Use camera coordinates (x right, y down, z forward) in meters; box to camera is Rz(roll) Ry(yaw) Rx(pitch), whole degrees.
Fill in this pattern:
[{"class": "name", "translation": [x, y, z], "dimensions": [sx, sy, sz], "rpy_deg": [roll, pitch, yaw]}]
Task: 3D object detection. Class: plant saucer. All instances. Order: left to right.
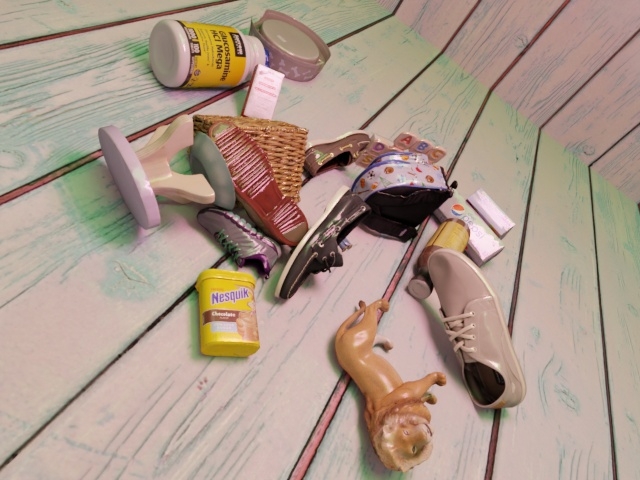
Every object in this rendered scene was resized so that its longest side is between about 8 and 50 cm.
[{"class": "plant saucer", "translation": [-0.264, -0.153, 1.104], "dimensions": [0.037, 0.195, 0.195], "rpy_deg": [-28, 70, -28]}]

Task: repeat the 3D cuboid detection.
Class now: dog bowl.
[{"class": "dog bowl", "translation": [-0.131, -0.773, 1.886], "dimensions": [0.349, 0.102, 0.349], "rpy_deg": [19, 43, -19]}]

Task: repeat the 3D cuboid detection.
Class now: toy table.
[{"class": "toy table", "translation": [-0.364, -0.161, 1.054], "dimensions": [0.161, 0.252, 0.274], "rpy_deg": [-22, 72, -29]}]

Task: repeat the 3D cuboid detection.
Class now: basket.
[{"class": "basket", "translation": [-0.211, -0.226, 1.322], "dimensions": [0.299, 0.223, 0.213], "rpy_deg": [-10, 26, -41]}]

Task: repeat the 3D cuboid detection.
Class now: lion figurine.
[{"class": "lion figurine", "translation": [0.130, 0.305, 1.063], "dimensions": [0.240, 0.142, 0.392], "rpy_deg": [-16, 48, -35]}]

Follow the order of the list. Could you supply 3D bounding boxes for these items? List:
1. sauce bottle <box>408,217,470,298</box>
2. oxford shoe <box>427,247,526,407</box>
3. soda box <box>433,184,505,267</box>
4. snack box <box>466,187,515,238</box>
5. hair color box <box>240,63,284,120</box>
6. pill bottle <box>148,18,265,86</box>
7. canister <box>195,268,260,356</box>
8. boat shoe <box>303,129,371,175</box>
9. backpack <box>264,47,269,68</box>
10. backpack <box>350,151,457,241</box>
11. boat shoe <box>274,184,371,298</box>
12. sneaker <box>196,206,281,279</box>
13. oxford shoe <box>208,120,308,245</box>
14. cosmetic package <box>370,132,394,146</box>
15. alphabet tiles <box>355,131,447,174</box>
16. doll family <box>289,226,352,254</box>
[{"class": "sauce bottle", "translation": [0.365, 0.053, 1.463], "dimensions": [0.111, 0.111, 0.344], "rpy_deg": [42, 47, 5]}, {"class": "oxford shoe", "translation": [0.392, 0.231, 1.235], "dimensions": [0.130, 0.169, 0.449], "rpy_deg": [-15, 80, -35]}, {"class": "soda box", "translation": [0.505, -0.050, 1.649], "dimensions": [0.098, 0.091, 0.286], "rpy_deg": [-34, 71, -6]}, {"class": "snack box", "translation": [0.594, -0.077, 1.693], "dimensions": [0.174, 0.070, 0.207], "rpy_deg": [52, 1, 16]}, {"class": "hair color box", "translation": [-0.186, -0.466, 1.516], "dimensions": [0.093, 0.167, 0.053], "rpy_deg": [16, 4, -24]}, {"class": "pill bottle", "translation": [-0.343, -0.578, 1.482], "dimensions": [0.334, 0.188, 0.188], "rpy_deg": [-19, 65, -45]}, {"class": "canister", "translation": [-0.194, 0.153, 0.994], "dimensions": [0.126, 0.073, 0.170], "rpy_deg": [10, 49, -29]}, {"class": "boat shoe", "translation": [0.063, -0.287, 1.566], "dimensions": [0.324, 0.116, 0.097], "rpy_deg": [-22, 71, -41]}, {"class": "backpack", "translation": [-0.228, -0.652, 1.706], "dimensions": [0.098, 0.101, 0.120], "rpy_deg": [21, 39, -28]}, {"class": "backpack", "translation": [0.230, -0.149, 1.449], "dimensions": [0.263, 0.276, 0.213], "rpy_deg": [-2, 56, -27]}, {"class": "boat shoe", "translation": [0.017, 0.018, 1.159], "dimensions": [0.113, 0.127, 0.340], "rpy_deg": [31, 62, 7]}, {"class": "sneaker", "translation": [-0.201, 0.005, 1.124], "dimensions": [0.223, 0.083, 0.098], "rpy_deg": [28, 48, -10]}, {"class": "oxford shoe", "translation": [-0.174, -0.125, 1.160], "dimensions": [0.123, 0.130, 0.348], "rpy_deg": [-40, 107, -29]}, {"class": "cosmetic package", "translation": [0.234, -0.286, 1.724], "dimensions": [0.099, 0.060, 0.239], "rpy_deg": [17, 44, -19]}, {"class": "alphabet tiles", "translation": [0.261, -0.239, 1.539], "dimensions": [0.284, 0.278, 0.021], "rpy_deg": [20, 57, -21]}, {"class": "doll family", "translation": [0.000, 0.000, 1.283], "dimensions": [0.193, 0.076, 0.111], "rpy_deg": [-14, 57, -48]}]
